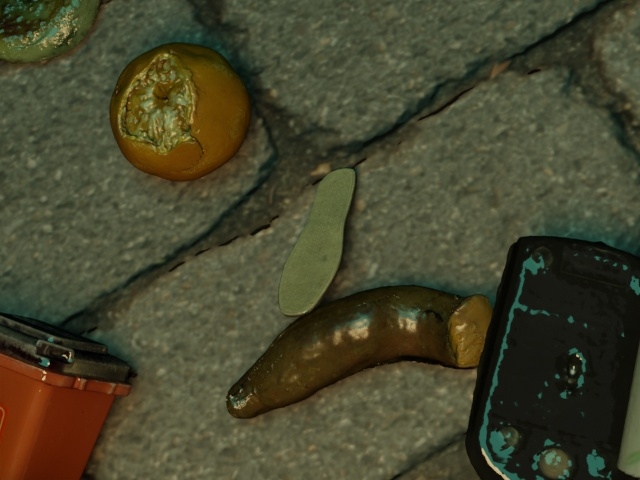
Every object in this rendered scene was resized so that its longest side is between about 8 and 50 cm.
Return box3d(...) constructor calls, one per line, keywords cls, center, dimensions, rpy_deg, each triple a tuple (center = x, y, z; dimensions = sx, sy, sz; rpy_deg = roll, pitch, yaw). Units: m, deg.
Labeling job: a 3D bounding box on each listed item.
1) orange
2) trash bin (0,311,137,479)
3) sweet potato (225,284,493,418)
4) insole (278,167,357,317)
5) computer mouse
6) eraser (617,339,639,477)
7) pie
box3d(cls="orange", center=(-0.152, -0.141, 1.790), dimensions=(0.154, 0.134, 0.155), rpy_deg=(-8, 62, 15))
box3d(cls="trash bin", center=(-0.305, 0.202, 1.702), dimensions=(0.161, 0.184, 0.239), rpy_deg=(18, 91, 27))
box3d(cls="sweet potato", center=(0.034, 0.107, 1.674), dimensions=(0.285, 0.085, 0.112), rpy_deg=(-18, 55, 8))
box3d(cls="insole", center=(0.000, 0.000, 1.729), dimensions=(0.063, 0.010, 0.192), rpy_deg=(-4, 50, 27))
box3d(cls="computer mouse", center=(0.235, 0.131, 1.603), dimensions=(0.170, 0.100, 0.269), rpy_deg=(16, 75, 2))
box3d(cls="eraser", center=(0.361, 0.107, 1.518), dimensions=(0.081, 0.174, 0.227), rpy_deg=(14, 95, 55))
box3d(cls="pie", center=(-0.334, -0.291, 1.941), dimensions=(0.186, 0.041, 0.187), rpy_deg=(-5, 69, 14))
